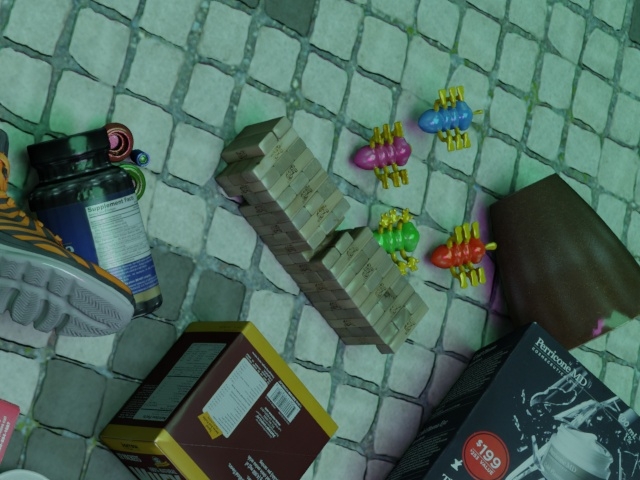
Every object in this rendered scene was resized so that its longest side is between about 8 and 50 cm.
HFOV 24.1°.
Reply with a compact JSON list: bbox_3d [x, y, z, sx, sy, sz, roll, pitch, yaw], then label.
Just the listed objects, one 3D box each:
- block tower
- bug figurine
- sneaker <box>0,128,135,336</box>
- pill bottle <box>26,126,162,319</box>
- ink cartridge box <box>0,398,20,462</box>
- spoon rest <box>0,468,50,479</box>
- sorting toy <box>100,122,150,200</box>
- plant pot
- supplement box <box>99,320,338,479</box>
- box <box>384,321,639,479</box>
[{"bbox_3d":[0.000,0.000,1.946,0.335,0.097,0.091,52,59,-20],"label":"block tower"},{"bbox_3d":[0.144,-0.069,2.072,0.216,0.072,0.279,-9,97,-31],"label":"bug figurine"},{"bbox_3d":[-0.334,-0.026,1.620,0.321,0.124,0.180,26,48,-15],"label":"sneaker"},{"bbox_3d":[-0.265,-0.014,1.725,0.123,0.123,0.219,-19,98,-37],"label":"pill bottle"},{"bbox_3d":[-0.462,0.212,1.573,0.237,0.100,0.172,29,70,-33],"label":"ink cartridge box"},{"bbox_3d":[-0.368,0.380,1.644,0.137,0.084,0.276,43,64,-27],"label":"spoon rest"},{"bbox_3d":[-0.240,-0.095,1.807,0.061,0.042,0.102,-16,109,-22],"label":"sorting toy"},{"bbox_3d":[0.340,0.029,2.150,0.215,0.215,0.230,-25,88,-36],"label":"plant pot"},{"bbox_3d":[-0.120,0.232,1.813,0.191,0.129,0.194,52,59,-23],"label":"supplement box"},{"bbox_3d":[0.294,0.347,2.029,0.343,0.179,0.312,42,61,-5],"label":"box"}]
